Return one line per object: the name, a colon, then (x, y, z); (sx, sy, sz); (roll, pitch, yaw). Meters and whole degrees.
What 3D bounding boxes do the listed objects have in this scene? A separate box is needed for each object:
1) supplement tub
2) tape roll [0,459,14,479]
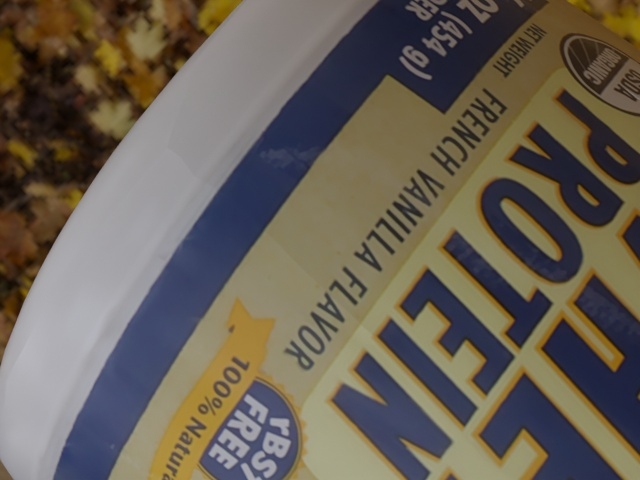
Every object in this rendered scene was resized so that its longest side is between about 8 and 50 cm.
supplement tub: (0.086, 0.071, 0.423); (0.316, 0.228, 0.228); (36, 163, 8)
tape roll: (-0.332, 0.310, 1.177); (0.072, 0.392, 0.392); (-10, 130, 36)
